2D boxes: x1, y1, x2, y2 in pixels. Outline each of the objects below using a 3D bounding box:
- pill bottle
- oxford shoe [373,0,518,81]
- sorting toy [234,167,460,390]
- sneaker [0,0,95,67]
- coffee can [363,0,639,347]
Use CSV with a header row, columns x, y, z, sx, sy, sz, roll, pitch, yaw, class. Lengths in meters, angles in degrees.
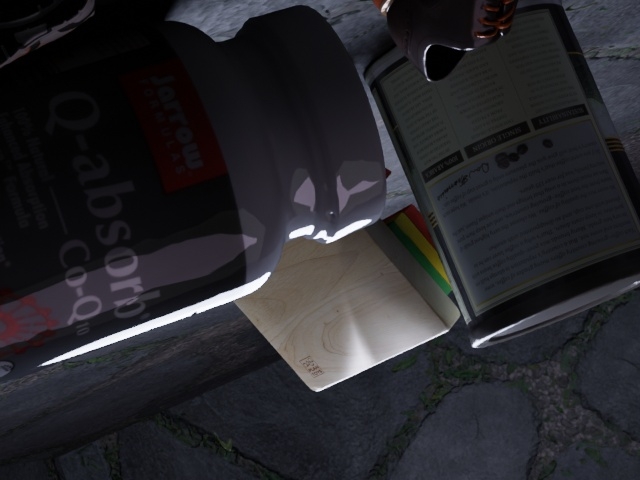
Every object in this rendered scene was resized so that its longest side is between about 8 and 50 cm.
x,y,z,sx,sy,sz,roll,pitch,yaw,class
-0.153,-0.035,1.353,0.363,0.210,0.210,-20,171,-16,pill bottle
0.126,-0.200,1.394,0.097,0.098,0.271,-18,171,-22,oxford shoe
0.000,0.000,1.894,0.089,0.255,0.257,-46,-171,-34,sorting toy
-0.191,-0.133,1.222,0.109,0.040,0.044,-23,173,7,sneaker
0.183,-0.064,1.772,0.201,0.275,0.201,-21,172,-3,coffee can
